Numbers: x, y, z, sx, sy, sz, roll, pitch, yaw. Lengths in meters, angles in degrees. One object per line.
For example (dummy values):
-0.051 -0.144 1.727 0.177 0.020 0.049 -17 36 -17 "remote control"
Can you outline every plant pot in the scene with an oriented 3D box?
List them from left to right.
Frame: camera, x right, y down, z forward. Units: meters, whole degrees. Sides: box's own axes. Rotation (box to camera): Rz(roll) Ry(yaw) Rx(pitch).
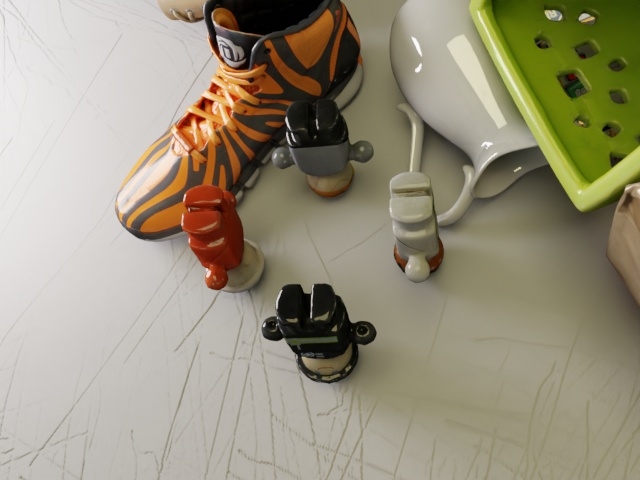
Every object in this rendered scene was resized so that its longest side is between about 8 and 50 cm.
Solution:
0.286 -0.184 0.629 0.207 0.228 0.227 -16 71 -23 "plant pot"

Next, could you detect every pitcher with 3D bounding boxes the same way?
0.131 -0.133 0.788 0.177 0.125 0.207 -35 66 23 "pitcher"

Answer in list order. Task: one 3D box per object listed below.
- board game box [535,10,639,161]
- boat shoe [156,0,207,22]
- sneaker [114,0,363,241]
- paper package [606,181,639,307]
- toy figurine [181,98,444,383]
0.284 -0.183 0.783 0.146 0.045 0.194 -23 75 7 "board game box"
-0.140 -0.311 0.929 0.324 0.123 0.116 32 112 13 "boat shoe"
-0.102 -0.145 0.803 0.321 0.180 0.124 -44 66 -7 "sneaker"
0.427 0.049 0.565 0.309 0.168 0.325 -27 70 1 "paper package"
0.000 0.000 0.749 0.213 0.148 0.209 39 75 25 "toy figurine"
